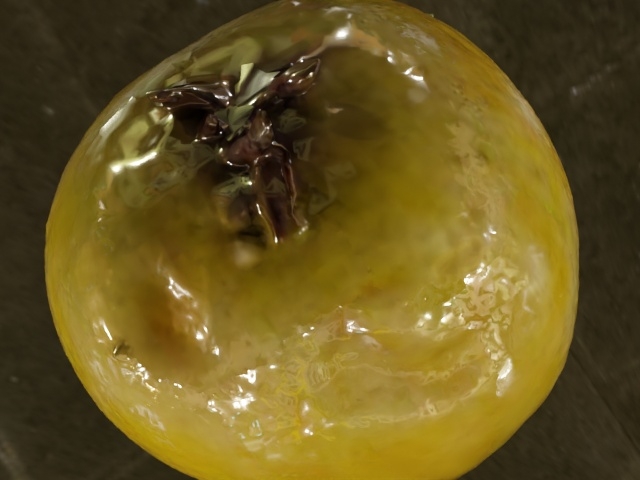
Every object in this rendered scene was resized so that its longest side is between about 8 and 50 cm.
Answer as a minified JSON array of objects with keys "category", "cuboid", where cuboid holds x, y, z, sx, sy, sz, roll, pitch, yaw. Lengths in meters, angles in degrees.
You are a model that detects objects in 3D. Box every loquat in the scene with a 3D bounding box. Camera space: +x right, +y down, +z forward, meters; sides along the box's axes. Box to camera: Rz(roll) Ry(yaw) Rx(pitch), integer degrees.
[{"category":"loquat","cuboid":[-0.005,-0.001,0.732,0.213,0.213,0.213,-3,77,13]}]

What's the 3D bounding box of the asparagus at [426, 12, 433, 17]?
[{"category":"asparagus","cuboid":[-0.024,-0.080,0.870,0.163,0.016,0.016,-17,86,12]}]
